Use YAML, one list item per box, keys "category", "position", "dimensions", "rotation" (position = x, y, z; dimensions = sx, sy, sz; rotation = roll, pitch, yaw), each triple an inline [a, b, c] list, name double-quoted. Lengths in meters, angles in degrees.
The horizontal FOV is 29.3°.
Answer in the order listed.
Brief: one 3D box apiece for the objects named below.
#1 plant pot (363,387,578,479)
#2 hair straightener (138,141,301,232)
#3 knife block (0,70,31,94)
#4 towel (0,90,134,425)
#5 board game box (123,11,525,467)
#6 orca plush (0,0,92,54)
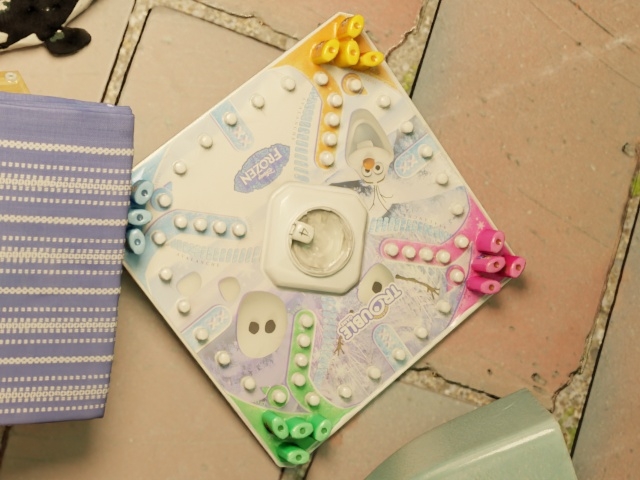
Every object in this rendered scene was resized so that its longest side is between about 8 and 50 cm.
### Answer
- category: "plant pot"
  position: [0.164, 0.334, 1.362]
  dimensions: [0.252, 0.247, 0.248]
  rotation: [-18, 91, 1]
- category: "hair straightener"
  position: [-0.112, -0.055, 1.409]
  dimensions: [0.230, 0.047, 0.089]
  rotation: [-36, 97, -20]
- category: "knife block"
  position: [-0.343, -0.018, 1.333]
  dimensions: [0.088, 0.242, 0.276]
  rotation: [-9, 44, -28]
- category: "towel"
  position: [-0.312, 0.020, 1.211]
  dimensions: [0.243, 0.040, 0.336]
  rotation: [2, 101, -32]
- category: "board game box"
  position: [0.000, 0.000, 1.408]
  dimensions: [0.390, 0.050, 0.390]
  rotation: [-39, 104, -14]
- category: "orca plush"
  position: [-0.275, -0.294, 1.358]
  dimensions: [0.287, 0.102, 0.151]
  rotation: [-16, 90, -15]
